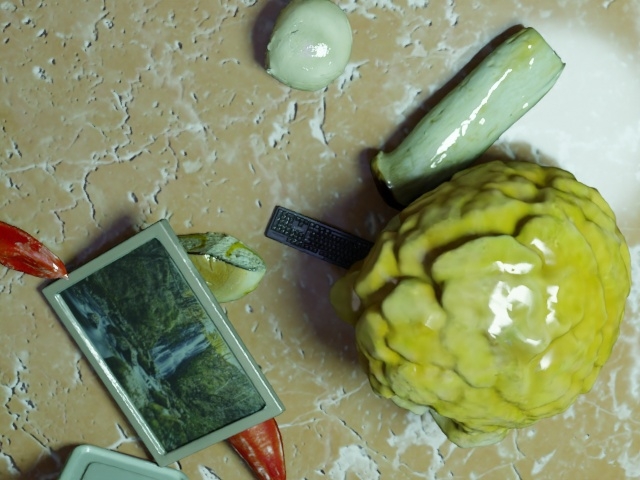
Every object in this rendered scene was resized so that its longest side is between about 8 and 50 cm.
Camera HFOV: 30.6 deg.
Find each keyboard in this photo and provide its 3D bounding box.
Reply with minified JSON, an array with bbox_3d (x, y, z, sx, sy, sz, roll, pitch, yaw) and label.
[{"bbox_3d":[0.000,0.000,1.685,0.155,0.010,0.053,21,103,-6],"label":"keyboard"}]

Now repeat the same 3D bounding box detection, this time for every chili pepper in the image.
[{"bbox_3d":[-0.438,0.006,1.658,0.191,0.050,0.059,28,113,0],"label":"chili pepper"},{"bbox_3d":[-0.091,0.308,1.732,0.088,0.065,0.168,-24,106,6],"label":"chili pepper"}]

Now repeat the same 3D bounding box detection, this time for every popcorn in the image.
[{"bbox_3d":[0.230,0.081,1.538,0.390,0.354,0.344,-29,94,4],"label":"popcorn"}]

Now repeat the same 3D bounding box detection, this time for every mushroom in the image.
[{"bbox_3d":[0.200,-0.162,1.615,0.312,0.081,0.100,-41,119,7],"label":"mushroom"}]

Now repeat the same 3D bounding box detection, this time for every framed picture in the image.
[{"bbox_3d":[-0.225,0.153,1.665,0.241,0.020,0.324,-26,100,26],"label":"framed picture"}]

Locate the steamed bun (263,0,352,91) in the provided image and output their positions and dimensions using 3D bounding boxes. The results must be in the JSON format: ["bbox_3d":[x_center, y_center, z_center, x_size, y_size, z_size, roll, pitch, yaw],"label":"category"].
[{"bbox_3d":[-0.013,-0.264,1.582,0.113,0.091,0.129,24,101,-8],"label":"steamed bun"}]

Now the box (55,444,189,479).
[{"bbox_3d":[-0.308,0.444,1.651,0.193,0.294,0.167,19,113,-5],"label":"box"}]

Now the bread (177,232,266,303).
[{"bbox_3d":[-0.149,0.043,1.655,0.157,0.083,0.094,-1,106,14],"label":"bread"}]
